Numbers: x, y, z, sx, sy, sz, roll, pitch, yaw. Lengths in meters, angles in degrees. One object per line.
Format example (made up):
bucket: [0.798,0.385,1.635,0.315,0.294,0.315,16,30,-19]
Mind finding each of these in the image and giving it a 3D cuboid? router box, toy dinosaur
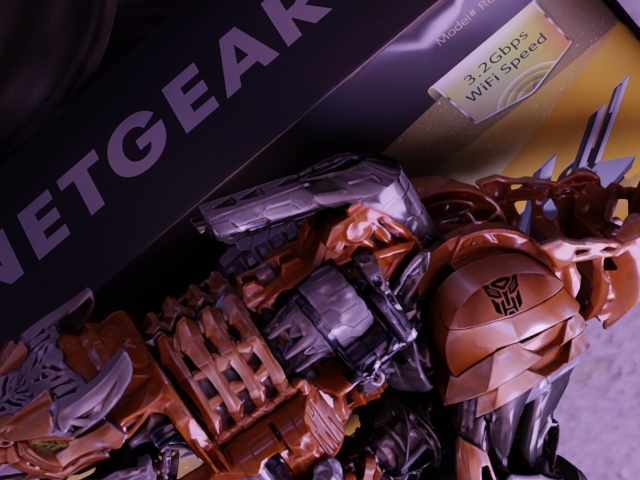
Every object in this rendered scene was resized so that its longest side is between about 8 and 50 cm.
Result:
router box: [0.000,0.000,0.790,0.309,0.081,0.243,-40,145,12]
toy dinosaur: [0.044,0.056,0.702,0.322,0.164,0.218,-5,126,0]

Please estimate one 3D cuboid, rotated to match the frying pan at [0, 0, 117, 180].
frying pan: [-0.119,-0.121,0.662,0.326,0.053,0.197,-42,140,9]
